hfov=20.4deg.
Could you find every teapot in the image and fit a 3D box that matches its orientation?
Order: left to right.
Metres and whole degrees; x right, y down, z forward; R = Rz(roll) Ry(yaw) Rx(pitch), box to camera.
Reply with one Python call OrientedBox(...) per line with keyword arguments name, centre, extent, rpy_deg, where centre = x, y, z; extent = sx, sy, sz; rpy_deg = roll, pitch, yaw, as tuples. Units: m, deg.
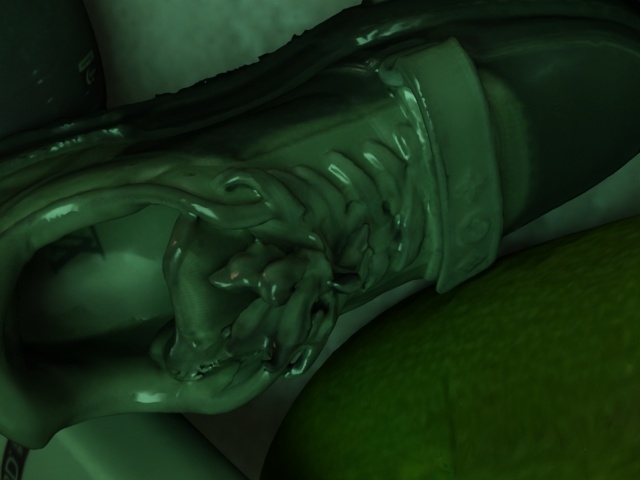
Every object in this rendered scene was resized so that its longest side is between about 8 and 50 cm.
OrientedBox(name="teapot", centre=(-0.143, -0.052, 0.699), extent=(0.116, 0.148, 0.146), rpy_deg=(-14, 118, 43))

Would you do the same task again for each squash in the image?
OrientedBox(name="squash", centre=(0.121, 0.107, 0.665), extent=(0.309, 0.210, 0.233), rpy_deg=(-22, 71, 53))

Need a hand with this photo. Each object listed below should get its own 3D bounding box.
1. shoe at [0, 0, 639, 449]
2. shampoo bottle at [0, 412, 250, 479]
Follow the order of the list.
OrientedBox(name="shoe", centre=(-0.001, -0.002, 0.624), extent=(0.293, 0.149, 0.109), rpy_deg=(-17, 119, 0))
OrientedBox(name="shampoo bottle", centre=(-0.035, 0.149, 0.651), extent=(0.359, 0.078, 0.134), rpy_deg=(36, 142, 48))
